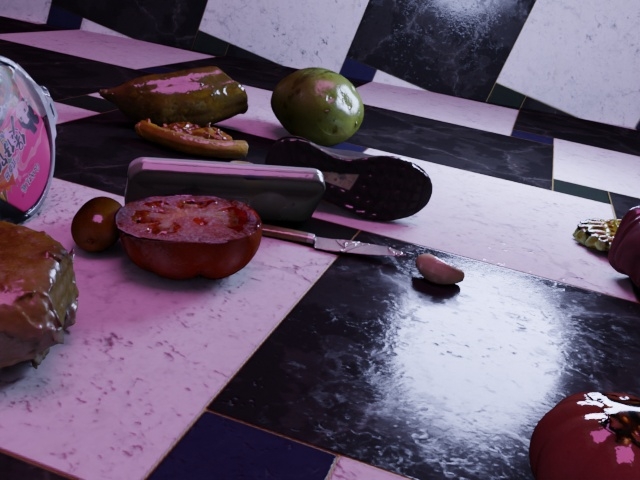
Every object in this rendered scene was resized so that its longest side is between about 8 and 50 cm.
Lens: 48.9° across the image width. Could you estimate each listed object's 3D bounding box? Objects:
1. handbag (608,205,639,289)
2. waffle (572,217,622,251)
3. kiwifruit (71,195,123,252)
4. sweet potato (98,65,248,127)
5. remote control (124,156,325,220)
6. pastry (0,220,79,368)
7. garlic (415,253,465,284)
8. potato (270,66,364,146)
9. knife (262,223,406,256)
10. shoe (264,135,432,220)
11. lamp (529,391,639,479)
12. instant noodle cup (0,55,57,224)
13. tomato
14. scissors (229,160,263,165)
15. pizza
[{"bbox_3d":[0.647,0.023,1.270,0.225,0.146,0.135,2,26,-14],"label":"handbag"},{"bbox_3d":[0.639,-0.003,1.454,0.214,0.054,0.208,-5,22,-28],"label":"waffle"},{"bbox_3d":[-0.335,-0.026,1.065,0.075,0.075,0.124,7,25,-8],"label":"kiwifruit"},{"bbox_3d":[-0.365,-0.353,1.783,0.370,0.157,0.158,-14,30,-26],"label":"sweet potato"},{"bbox_3d":[-0.162,-0.078,1.215,0.336,0.128,0.065,1,54,-20],"label":"remote control"},{"bbox_3d":[-0.388,0.062,0.758,0.236,0.120,0.257,1,25,-12],"label":"pastry"},{"bbox_3d":[0.196,0.050,1.153,0.083,0.041,0.053,20,9,4],"label":"garlic"},{"bbox_3d":[-0.013,-0.360,1.873,0.216,0.215,0.304,0,26,-24],"label":"potato"},{"bbox_3d":[0.000,0.002,1.210,0.298,0.017,0.047,10,22,2],"label":"knife"},{"bbox_3d":[0.055,-0.127,1.443,0.337,0.132,0.171,13,7,-3],"label":"shoe"},{"bbox_3d":[0.289,0.208,0.656,0.182,0.140,0.182,7,17,-2],"label":"lamp"},{"bbox_3d":[-0.558,-0.148,1.080,0.182,0.258,0.302,-2,19,12],"label":"instant noodle cup"},{"bbox_3d":[-0.197,-0.002,1.046,0.225,0.084,0.225,5,23,-2],"label":"tomato"},{"bbox_3d":[-0.212,-0.144,1.476,0.318,0.024,0.160,5,23,-14],"label":"scissors"},{"bbox_3d":[-0.296,-0.239,1.642,0.271,0.056,0.134,17,31,16],"label":"pizza"}]
